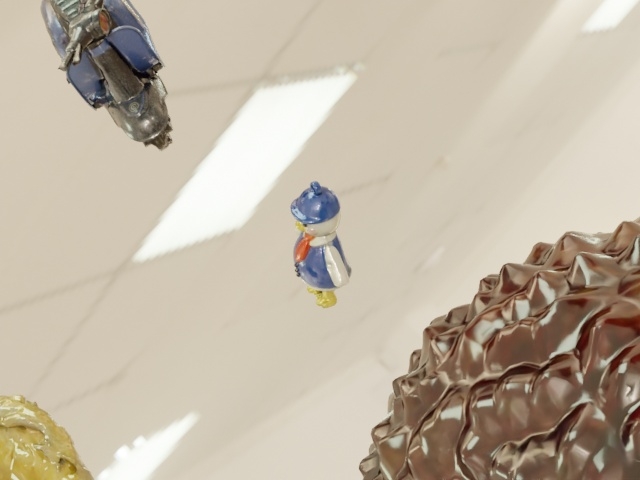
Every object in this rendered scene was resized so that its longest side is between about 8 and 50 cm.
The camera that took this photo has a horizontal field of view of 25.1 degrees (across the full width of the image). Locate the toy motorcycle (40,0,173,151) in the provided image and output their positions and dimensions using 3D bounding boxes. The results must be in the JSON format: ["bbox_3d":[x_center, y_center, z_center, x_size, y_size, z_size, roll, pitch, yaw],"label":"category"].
[{"bbox_3d":[-0.292,-0.265,1.831,0.125,0.359,0.213,-34,-35,1],"label":"toy motorcycle"}]

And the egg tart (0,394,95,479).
[{"bbox_3d":[-0.294,0.286,1.323,0.288,0.288,0.118,-48,-28,12],"label":"egg tart"}]

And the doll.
[{"bbox_3d":[0.000,0.000,1.368,0.057,0.099,0.143,-20,-45,-18],"label":"doll"}]

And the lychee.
[{"bbox_3d":[0.210,0.190,0.844,0.500,0.425,0.425,-20,-26,-42],"label":"lychee"}]
